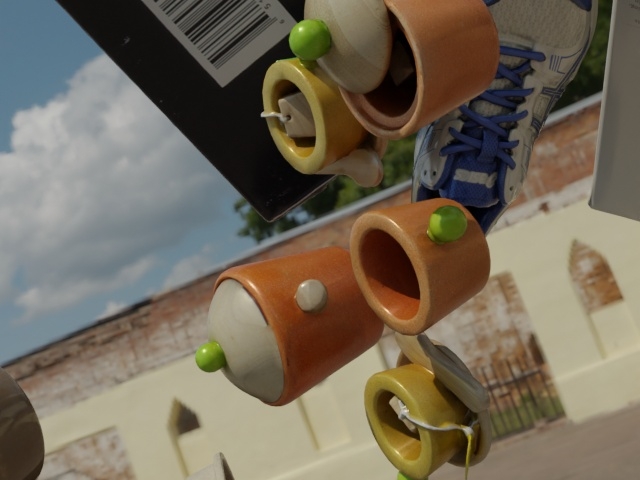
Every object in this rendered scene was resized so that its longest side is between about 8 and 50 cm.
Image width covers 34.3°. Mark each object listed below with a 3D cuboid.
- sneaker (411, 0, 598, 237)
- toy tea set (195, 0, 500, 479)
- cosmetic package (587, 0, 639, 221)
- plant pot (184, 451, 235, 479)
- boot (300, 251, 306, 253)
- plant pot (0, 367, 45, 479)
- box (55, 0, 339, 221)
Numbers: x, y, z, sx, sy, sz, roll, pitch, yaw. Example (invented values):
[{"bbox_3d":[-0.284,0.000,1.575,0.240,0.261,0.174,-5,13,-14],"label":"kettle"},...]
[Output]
[{"bbox_3d":[0.134,-0.091,0.780,0.112,0.130,0.296,11,-35,3],"label":"sneaker"},{"bbox_3d":[0.000,0.000,0.596,0.124,0.335,0.200,-22,37,-28],"label":"toy tea set"},{"bbox_3d":[0.370,-0.163,0.950,0.197,0.155,0.365,18,-29,20],"label":"cosmetic package"},{"bbox_3d":[-0.235,0.508,1.472,0.306,0.333,0.334,-18,-9,-5],"label":"plant pot"},{"bbox_3d":[-0.023,0.085,1.480,0.037,0.114,0.106,12,-25,29],"label":"boot"},{"bbox_3d":[-0.396,0.218,0.985,0.263,0.263,0.229,-29,0,41],"label":"plant pot"},{"bbox_3d":[-0.057,-0.221,0.820,0.183,0.296,0.294,-35,20,22],"label":"box"}]
